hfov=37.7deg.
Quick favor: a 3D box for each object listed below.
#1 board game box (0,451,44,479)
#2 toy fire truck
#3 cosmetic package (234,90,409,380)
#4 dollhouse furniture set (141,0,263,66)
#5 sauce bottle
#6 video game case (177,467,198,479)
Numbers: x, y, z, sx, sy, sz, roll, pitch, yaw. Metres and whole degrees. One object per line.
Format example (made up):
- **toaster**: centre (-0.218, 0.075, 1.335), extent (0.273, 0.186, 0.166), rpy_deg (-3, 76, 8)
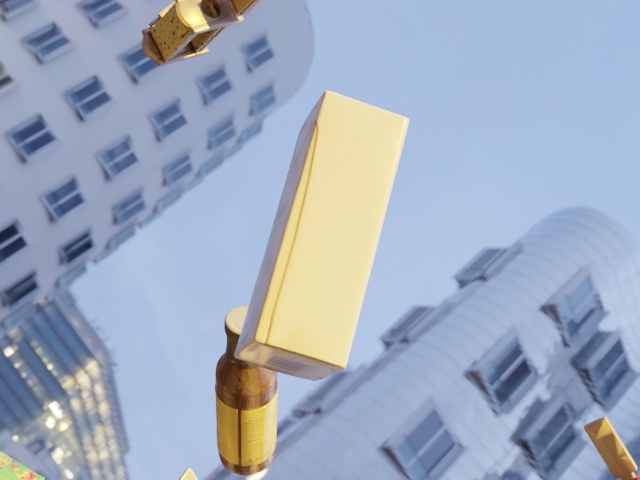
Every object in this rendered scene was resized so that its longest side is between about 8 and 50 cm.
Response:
- **board game box**: centre (-0.526, 0.401, 1.508), extent (0.092, 0.043, 0.181), rpy_deg (30, 3, 4)
- **toy fire truck**: centre (0.470, 0.448, 1.566), extent (0.158, 0.216, 0.246), rpy_deg (60, 17, -47)
- **cosmetic package**: centre (0.000, 0.000, 1.119), extent (0.113, 0.310, 0.160), rpy_deg (17, -18, -9)
- **dollhouse furniture set**: centre (-0.188, -0.358, 1.297), extent (0.182, 0.101, 0.161), rpy_deg (-27, -90, 50)
- **sauce bottle**: centre (-0.124, 0.256, 1.595), extent (0.111, 0.111, 0.345), rpy_deg (33, -43, 28)
- **video game case**: centre (-0.223, 0.448, 1.571), extent (0.011, 0.122, 0.087), rpy_deg (-27, -82, 21)
